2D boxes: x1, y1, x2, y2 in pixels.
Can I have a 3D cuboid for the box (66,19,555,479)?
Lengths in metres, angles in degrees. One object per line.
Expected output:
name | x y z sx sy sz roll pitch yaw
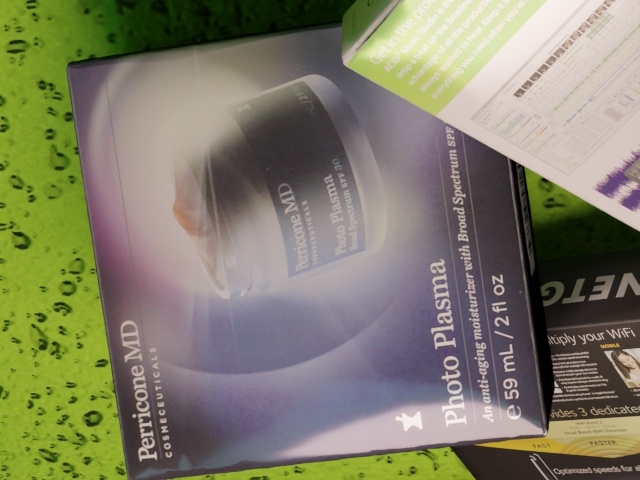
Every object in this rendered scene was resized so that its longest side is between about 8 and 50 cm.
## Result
box | 0.000 0.000 1.249 0.294 0.183 0.296 -8 93 10

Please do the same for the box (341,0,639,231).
box | 0.207 -0.124 1.070 0.322 0.058 0.232 27 127 -24

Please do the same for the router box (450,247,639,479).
router box | 0.230 0.121 1.414 0.308 0.081 0.243 -8 132 39
